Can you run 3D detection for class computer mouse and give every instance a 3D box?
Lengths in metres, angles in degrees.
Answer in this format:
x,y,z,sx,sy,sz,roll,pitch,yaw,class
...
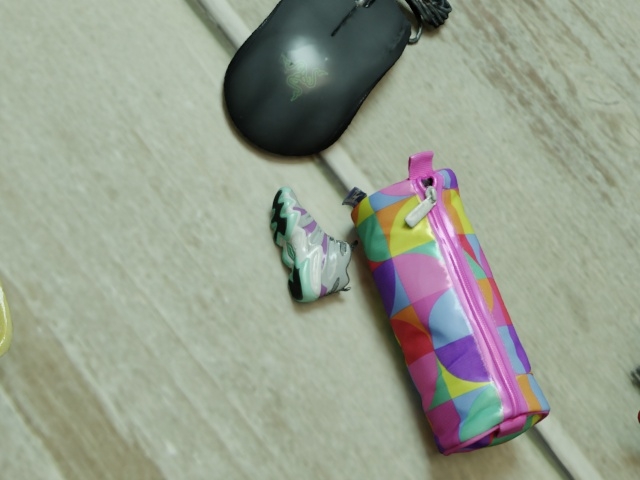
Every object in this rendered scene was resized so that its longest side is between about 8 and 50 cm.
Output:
x,y,z,sx,sy,sz,roll,pitch,yaw,class
0.010,-0.194,0.912,0.188,0.072,0.272,33,60,-7,computer mouse

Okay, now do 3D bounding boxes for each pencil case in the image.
x,y,z,sx,sy,sz,roll,pitch,yaw,class
0.102,0.053,0.828,0.104,0.104,0.236,-14,76,-27,pencil case

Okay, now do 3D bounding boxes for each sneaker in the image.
x,y,z,sx,sy,sz,roll,pitch,yaw,class
0.000,0.000,0.847,0.069,0.038,0.098,-9,81,-27,sneaker

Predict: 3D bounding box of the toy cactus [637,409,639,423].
x,y,z,sx,sy,sz,roll,pitch,yaw,class
0.369,0.123,0.924,0.180,0.112,0.219,48,55,-20,toy cactus

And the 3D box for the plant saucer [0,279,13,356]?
x,y,z,sx,sy,sz,roll,pitch,yaw,class
-0.409,-0.029,0.663,0.333,0.081,0.332,-13,75,-27,plant saucer
